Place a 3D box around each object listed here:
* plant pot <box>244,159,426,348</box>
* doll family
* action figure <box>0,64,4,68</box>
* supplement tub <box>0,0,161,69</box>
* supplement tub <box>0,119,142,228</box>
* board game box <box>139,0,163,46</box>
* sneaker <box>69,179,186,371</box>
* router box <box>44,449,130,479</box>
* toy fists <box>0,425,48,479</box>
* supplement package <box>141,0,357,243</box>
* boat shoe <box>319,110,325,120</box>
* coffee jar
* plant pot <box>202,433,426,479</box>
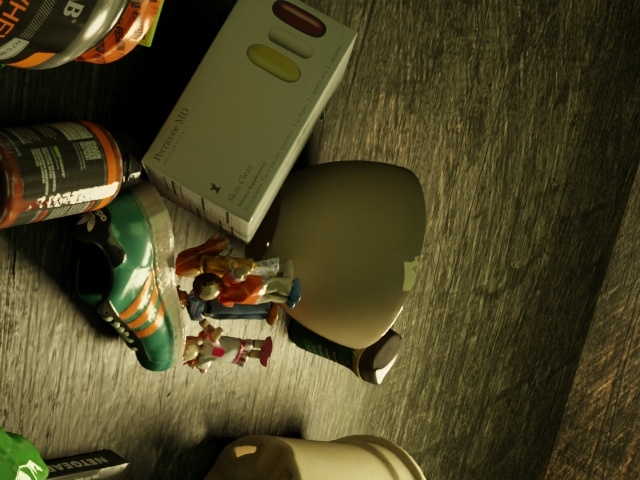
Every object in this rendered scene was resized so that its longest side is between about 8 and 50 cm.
[{"bbox_3d":[0.000,0.000,1.452,0.191,0.284,0.284,17,97,-21],"label":"plant pot"},{"bbox_3d":[-0.134,0.077,1.348,0.263,0.163,0.118,114,-23,-51],"label":"doll family"},{"bbox_3d":[-0.381,-0.160,0.944,0.232,0.063,0.137,-36,134,-44],"label":"action figure"},{"bbox_3d":[-0.306,-0.263,0.822,0.338,0.207,0.207,6,105,-50],"label":"supplement tub"},{"bbox_3d":[-0.292,-0.076,1.081,0.198,0.106,0.106,-15,122,-51],"label":"supplement tub"},{"bbox_3d":[-0.199,-0.259,1.039,0.043,0.181,0.092,15,99,-21],"label":"board game box"},{"bbox_3d":[-0.250,0.064,1.250,0.121,0.108,0.302,-23,135,-25],"label":"sneaker"},{"bbox_3d":[-0.350,0.362,1.332,0.179,0.046,0.133,6,104,-57],"label":"router box"},{"bbox_3d":[-0.441,0.337,1.140,0.279,0.096,0.142,-46,131,-27],"label":"toy fists"},{"bbox_3d":[-0.087,-0.153,1.221,0.262,0.145,0.204,-62,180,-9],"label":"supplement package"},{"bbox_3d":[-0.006,-0.224,1.473,0.035,0.035,0.100,-33,135,-41],"label":"boat shoe"},{"bbox_3d":[0.047,0.168,1.660,0.096,0.184,0.079,-47,143,-27],"label":"coffee jar"},{"bbox_3d":[-0.030,0.465,1.655,0.305,0.334,0.334,29,85,-47],"label":"plant pot"}]
